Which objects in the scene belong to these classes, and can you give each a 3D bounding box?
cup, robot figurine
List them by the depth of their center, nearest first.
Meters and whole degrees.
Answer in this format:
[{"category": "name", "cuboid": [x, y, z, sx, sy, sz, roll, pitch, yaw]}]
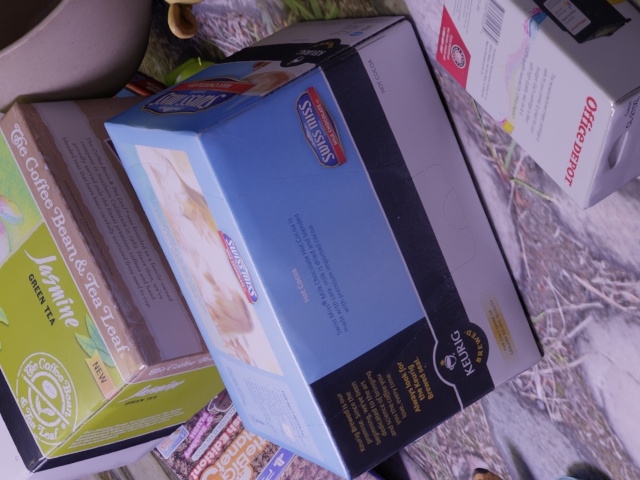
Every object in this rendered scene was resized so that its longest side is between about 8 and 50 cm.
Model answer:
[{"category": "robot figurine", "cuboid": [-0.130, -0.153, 1.817, 0.115, 0.067, 0.101, 104, 144, -61]}, {"category": "cup", "cuboid": [-0.318, -0.269, 1.821, 0.331, 0.331, 0.237, 45, 179, 34]}]

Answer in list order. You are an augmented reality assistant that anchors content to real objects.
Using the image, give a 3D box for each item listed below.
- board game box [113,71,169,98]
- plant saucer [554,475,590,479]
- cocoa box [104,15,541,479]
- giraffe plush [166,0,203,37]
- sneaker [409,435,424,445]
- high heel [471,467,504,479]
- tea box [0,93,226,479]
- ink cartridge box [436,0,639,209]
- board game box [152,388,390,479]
[{"category": "board game box", "cuboid": [-0.183, -0.125, 2.031, 0.281, 0.027, 0.145, 30, 146, 52]}, {"category": "plant saucer", "cuboid": [0.263, 0.267, 1.541, 0.119, 0.021, 0.119, 48, 156, 30]}, {"category": "cocoa box", "cuboid": [0.000, 0.000, 1.498, 0.231, 0.228, 0.347, 13, 130, 62]}, {"category": "giraffe plush", "cuboid": [-0.140, -0.288, 1.566, 0.210, 0.181, 0.170, 20, 158, 44]}, {"category": "sneaker", "cuboid": [0.058, 0.145, 1.793, 0.192, 0.064, 0.086, 60, 159, -15]}, {"category": "high heel", "cuboid": [0.250, 0.328, 1.587, 0.186, 0.093, 0.261, -21, 97, 59]}, {"category": "tea box", "cuboid": [-0.269, 0.060, 1.837, 0.323, 0.220, 0.329, -42, 69, 36]}, {"category": "ink cartridge box", "cuboid": [0.167, -0.128, 1.169, 0.175, 0.072, 0.127, 49, 156, 25]}, {"category": "board game box", "cuboid": [-0.065, 0.266, 1.988, 0.232, 0.141, 0.291, 38, 178, -43]}]
